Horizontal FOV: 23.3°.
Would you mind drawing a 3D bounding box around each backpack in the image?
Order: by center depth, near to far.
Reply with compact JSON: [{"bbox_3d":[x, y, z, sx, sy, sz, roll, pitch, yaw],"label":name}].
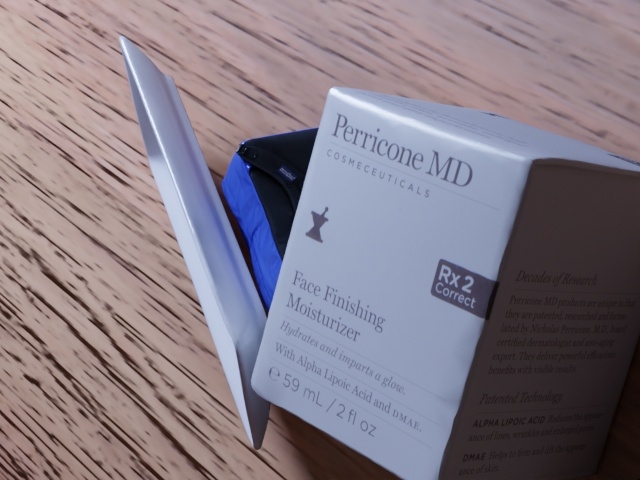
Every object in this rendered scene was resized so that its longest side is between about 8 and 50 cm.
[{"bbox_3d":[0.000,0.000,0.991,0.101,0.098,0.120,112,139,-59],"label":"backpack"}]

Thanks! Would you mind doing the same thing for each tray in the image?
[{"bbox_3d":[-0.079,-0.003,1.052,0.145,0.030,0.270,86,164,-55],"label":"tray"}]

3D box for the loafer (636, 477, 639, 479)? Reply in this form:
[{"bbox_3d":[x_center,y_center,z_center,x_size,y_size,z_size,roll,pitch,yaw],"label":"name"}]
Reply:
[{"bbox_3d":[0.209,0.140,0.783,0.267,0.084,0.096,-37,64,37],"label":"loafer"}]

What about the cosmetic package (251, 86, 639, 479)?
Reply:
[{"bbox_3d":[0.081,0.025,0.866,0.151,0.151,0.183,24,105,41],"label":"cosmetic package"}]
